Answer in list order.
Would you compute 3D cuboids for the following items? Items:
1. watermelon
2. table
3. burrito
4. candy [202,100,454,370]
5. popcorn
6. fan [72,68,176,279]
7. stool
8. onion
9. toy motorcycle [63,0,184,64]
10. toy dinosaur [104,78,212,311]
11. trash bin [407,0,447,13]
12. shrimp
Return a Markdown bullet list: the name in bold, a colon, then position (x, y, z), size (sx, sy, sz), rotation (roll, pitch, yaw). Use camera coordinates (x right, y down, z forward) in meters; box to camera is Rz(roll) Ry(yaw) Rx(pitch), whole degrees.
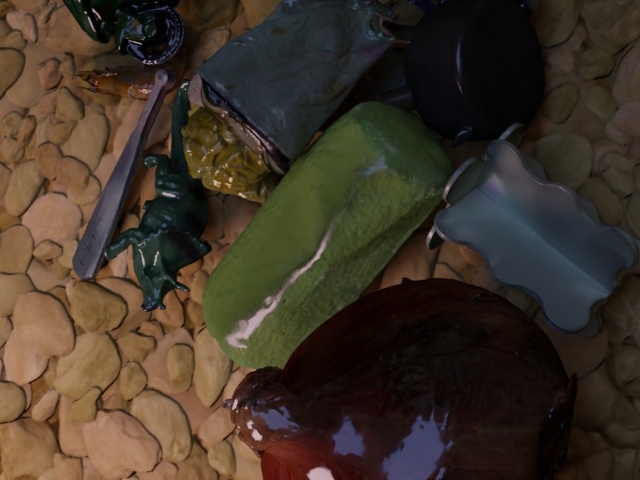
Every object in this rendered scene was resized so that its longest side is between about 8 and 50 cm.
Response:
- **watermelon**: position (-0.027, -0.174, 1.806), size (0.094, 0.241, 0.154), rotation (137, 125, -63)
- **table**: position (0.234, 0.000, 1.677), size (0.198, 0.166, 0.166), rotation (40, 98, 19)
- **burrito**: position (-0.018, -0.194, 1.729), size (0.144, 0.089, 0.229), rotation (44, 74, -1)
- **candy**: position (0.000, 0.000, 1.753), size (0.343, 0.132, 0.142), rotation (-49, 35, 31)
- **popcorn**: position (-0.098, -0.121, 1.870), size (0.141, 0.135, 0.162), rotation (-35, 75, 34)
- **fan**: position (-0.238, -0.079, 1.968), size (0.057, 0.023, 0.282), rotation (40, 108, 49)
- **stool**: position (0.165, -0.198, 1.765), size (0.139, 0.153, 0.228), rotation (-3, 35, 42)
- **onion**: position (0.097, 0.200, 1.631), size (0.354, 0.354, 0.353), rotation (-6, 77, 25)
- **toy motorcycle**: position (-0.233, -0.356, 1.995), size (0.187, 0.125, 0.274), rotation (10, 81, 16)
- **toy dinosaur**: position (-0.192, -0.047, 1.935), size (0.120, 0.079, 0.292), rotation (-14, 61, 17)
- **trash bin**: position (0.059, -0.373, 1.838), size (0.234, 0.162, 0.184), rotation (19, 88, 33)
- **shrimp**: position (-0.237, -0.223, 2.009), size (0.162, 0.045, 0.095), rotation (5, 81, 29)
